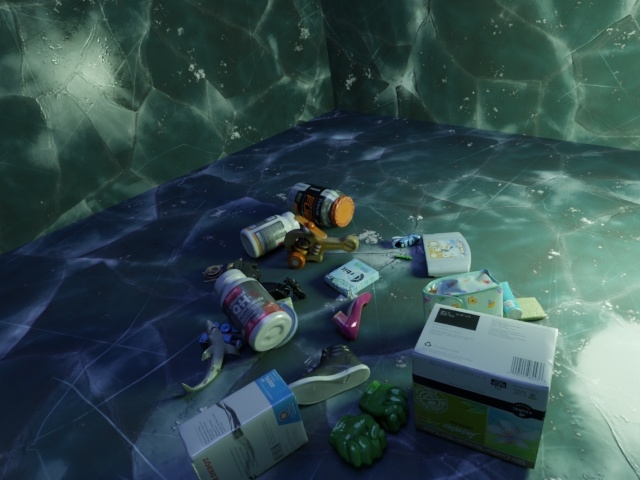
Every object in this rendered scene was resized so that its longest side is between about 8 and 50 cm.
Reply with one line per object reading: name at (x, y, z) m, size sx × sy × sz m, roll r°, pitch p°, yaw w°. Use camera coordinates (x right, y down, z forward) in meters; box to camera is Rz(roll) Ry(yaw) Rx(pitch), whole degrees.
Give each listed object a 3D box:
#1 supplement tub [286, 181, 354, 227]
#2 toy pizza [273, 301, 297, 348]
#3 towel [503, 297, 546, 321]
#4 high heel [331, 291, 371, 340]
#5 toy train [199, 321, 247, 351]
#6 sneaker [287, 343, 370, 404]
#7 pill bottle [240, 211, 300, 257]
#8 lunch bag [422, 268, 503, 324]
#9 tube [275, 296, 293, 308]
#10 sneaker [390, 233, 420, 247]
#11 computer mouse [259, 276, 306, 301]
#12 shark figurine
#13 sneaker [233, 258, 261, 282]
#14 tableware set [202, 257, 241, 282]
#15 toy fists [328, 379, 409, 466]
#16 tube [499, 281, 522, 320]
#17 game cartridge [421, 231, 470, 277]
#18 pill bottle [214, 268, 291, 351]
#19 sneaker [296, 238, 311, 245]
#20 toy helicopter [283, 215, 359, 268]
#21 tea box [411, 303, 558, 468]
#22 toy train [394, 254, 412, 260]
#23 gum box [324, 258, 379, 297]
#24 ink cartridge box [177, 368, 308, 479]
supplement tub at (0.000, -0.189, 2.367) m, size 0.338 × 0.207 × 0.207 m, roll 17°, pitch 41°, yaw 37°
toy pizza at (-0.185, 0.335, 1.723) m, size 0.201 × 0.032 × 0.201 m, roll -8°, pitch 50°, yaw 9°
towel at (0.742, 0.256, 1.624) m, size 0.148 × 0.027 × 0.110 m, roll -7°, pitch 32°, yaw 4°
high heel at (0.153, 0.292, 1.714) m, size 0.117 × 0.082 × 0.244 m, roll 44°, pitch 39°, yaw 16°
toy train at (-0.371, 0.379, 1.700) m, size 0.184 × 0.080 × 0.105 m, roll 1°, pitch 43°, yaw 13°
sneaker at (0.002, 0.443, 1.474) m, size 0.295 × 0.104 × 0.147 m, roll -13°, pitch 30°, yaw -16°
pill bottle at (-0.254, -0.035, 2.239) m, size 0.278 × 0.162 × 0.162 m, roll -27°, pitch 36°, yaw -26°
lunch bag at (0.487, 0.242, 1.532) m, size 0.262 × 0.223 × 0.160 m, roll -13°, pitch 24°, yaw -4°
tube at (-0.233, 0.293, 1.818) m, size 0.240 × 0.070 × 0.062 m, roll -15°, pitch 77°, yaw -1°
sneaker at (0.406, 0.008, 2.091) m, size 0.144 × 0.053 × 0.059 m, roll -11°, pitch 30°, yaw 14°
computer mouse at (-0.207, 0.213, 1.841) m, size 0.272 × 0.188 × 0.072 m, roll -16°, pitch 58°, yaw 10°
shark figurine at (-0.413, 0.451, 1.601) m, size 0.116 × 0.166 × 0.278 m, roll -15°, pitch 47°, yaw 49°
sneaker at (-0.336, 0.181, 1.982) m, size 0.130 × 0.109 × 0.286 m, roll 2°, pitch 37°, yaw -6°
tableware set at (-0.472, 0.138, 2.140) m, size 0.194 × 0.039 × 0.128 m, roll -10°, pitch 32°, yaw 1°
toy fists at (0.155, 0.531, 1.292) m, size 0.142 × 0.096 × 0.279 m, roll 19°, pitch 41°, yaw 37°
tube at (0.688, 0.213, 1.638) m, size 0.080 × 0.052 × 0.207 m, roll -2°, pitch 28°, yaw 3°
game cartridge at (0.565, 0.056, 1.970) m, size 0.198 × 0.062 × 0.297 m, roll -8°, pitch 32°, yaw 11°
pill bottle at (-0.268, 0.253, 1.667) m, size 0.176 × 0.176 × 0.318 m, roll -29°, pitch 51°, yaw -28°
sneaker at (-0.098, 0.003, 2.233) m, size 0.185 × 0.069 × 0.084 m, roll -14°, pitch 23°, yaw -17°
toy helicopter at (0.000, 0.000, 2.041) m, size 0.355 × 0.235 × 0.140 m, roll -1°, pitch 33°, yaw 14°
tea box at (0.445, 0.391, 1.214) m, size 0.329 × 0.323 × 0.220 m, roll 9°, pitch 36°, yaw 29°
toy train at (0.380, 0.078, 2.018) m, size 0.083 × 0.017 × 0.023 m, roll 10°, pitch 27°, yaw 29°
gum box at (0.136, 0.162, 1.929) m, size 0.184 × 0.041 × 0.157 m, roll -29°, pitch 37°, yaw -26°
ink cartridge box at (-0.212, 0.549, 1.242) m, size 0.307 × 0.223 × 0.129 m, roll -26°, pitch 35°, yaw -23°
